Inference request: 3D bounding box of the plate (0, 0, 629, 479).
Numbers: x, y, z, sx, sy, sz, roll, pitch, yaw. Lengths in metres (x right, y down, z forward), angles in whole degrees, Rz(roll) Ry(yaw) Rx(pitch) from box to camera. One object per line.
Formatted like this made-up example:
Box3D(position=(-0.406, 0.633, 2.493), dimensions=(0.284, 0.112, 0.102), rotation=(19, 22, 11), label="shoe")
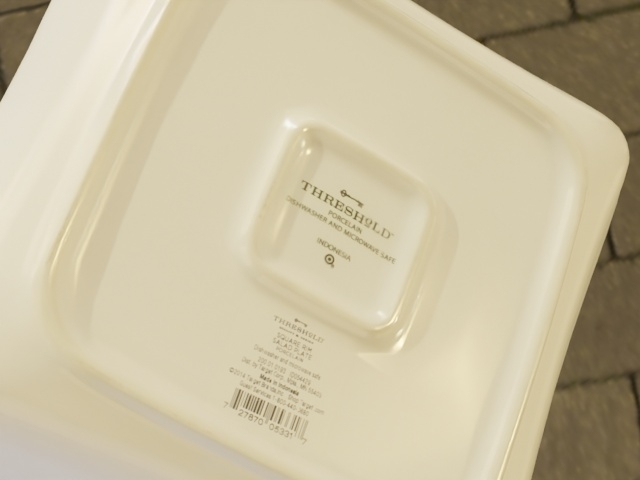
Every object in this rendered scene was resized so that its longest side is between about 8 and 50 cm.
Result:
Box3D(position=(0.000, 0.000, 0.560), dimensions=(0.277, 0.045, 0.278), rotation=(30, 64, -18), label="plate")
